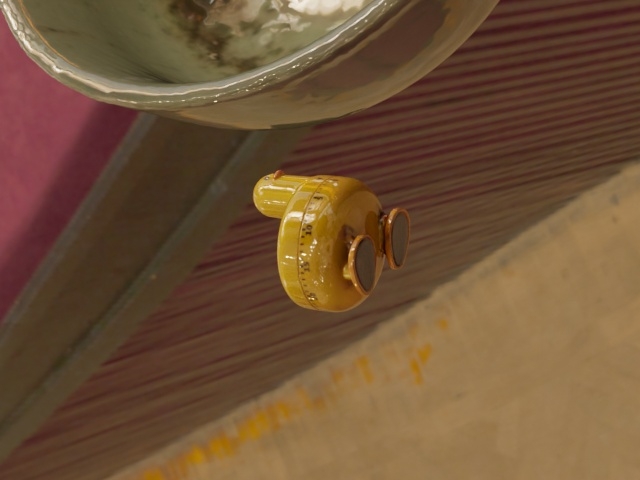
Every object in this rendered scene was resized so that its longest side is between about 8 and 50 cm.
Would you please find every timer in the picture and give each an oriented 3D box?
[{"bbox_3d":[0.000,0.000,0.954,0.109,0.107,0.107,7,110,29],"label":"timer"}]

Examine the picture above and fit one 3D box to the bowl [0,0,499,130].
[{"bbox_3d":[-0.004,-0.168,0.595,0.289,0.146,0.289,-11,66,27],"label":"bowl"}]
